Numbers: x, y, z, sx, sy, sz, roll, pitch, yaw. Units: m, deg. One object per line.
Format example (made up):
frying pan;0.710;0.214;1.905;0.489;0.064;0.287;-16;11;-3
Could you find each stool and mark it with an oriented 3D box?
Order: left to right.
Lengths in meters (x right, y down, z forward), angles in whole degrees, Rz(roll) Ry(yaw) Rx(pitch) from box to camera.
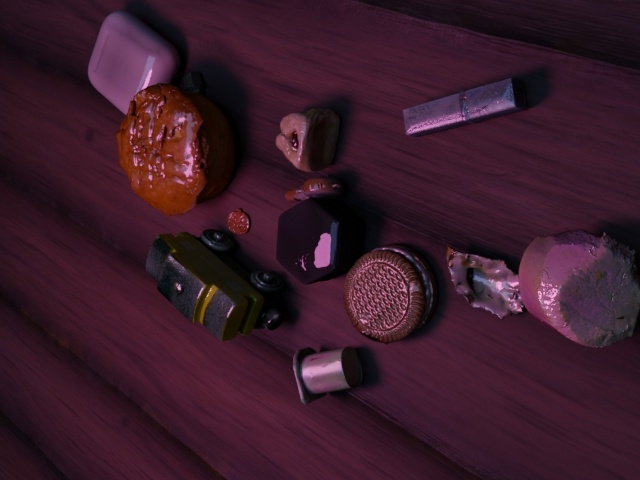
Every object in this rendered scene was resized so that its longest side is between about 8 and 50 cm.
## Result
stool;0.000;0.000;1.881;0.232;0.141;0.232;3;94;38

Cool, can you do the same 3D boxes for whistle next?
whistle;-0.019;-0.139;1.920;0.220;0.107;0.057;-10;79;52

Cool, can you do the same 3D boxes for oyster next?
oyster;0.382;0.101;1.651;0.209;0.072;0.132;15;97;15

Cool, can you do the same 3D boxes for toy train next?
toy train;-0.310;0.121;2.045;0.442;0.272;0.179;37;117;30

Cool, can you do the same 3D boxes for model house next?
model house;-0.391;-0.480;2.204;0.058;0.057;0.083;-24;57;10

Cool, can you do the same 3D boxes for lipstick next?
lipstick;0.329;-0.305;1.648;0.290;0.078;0.076;-11;87;38

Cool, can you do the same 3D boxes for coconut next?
coconut;0.528;0.087;1.436;0.233;0.245;0.232;0;97;1

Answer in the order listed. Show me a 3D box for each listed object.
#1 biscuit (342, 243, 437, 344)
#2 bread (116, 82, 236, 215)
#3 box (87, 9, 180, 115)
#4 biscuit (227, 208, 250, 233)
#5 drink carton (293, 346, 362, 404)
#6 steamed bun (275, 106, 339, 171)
biscuit;0.173;0.137;1.797;0.259;0.079;0.258;3;96;37
bread;-0.434;-0.274;2.125;0.399;0.215;0.397;9;107;33
box;-0.613;-0.567;2.306;0.349;0.141;0.288;40;117;27
biscuit;-0.250;-0.059;2.145;0.091;0.015;0.078;3;96;37
drink carton;0.026;0.348;1.895;0.143;0.146;0.143;-18;83;28
steamed bun;-0.051;-0.281;1.904;0.155;0.141;0.172;21;109;39
